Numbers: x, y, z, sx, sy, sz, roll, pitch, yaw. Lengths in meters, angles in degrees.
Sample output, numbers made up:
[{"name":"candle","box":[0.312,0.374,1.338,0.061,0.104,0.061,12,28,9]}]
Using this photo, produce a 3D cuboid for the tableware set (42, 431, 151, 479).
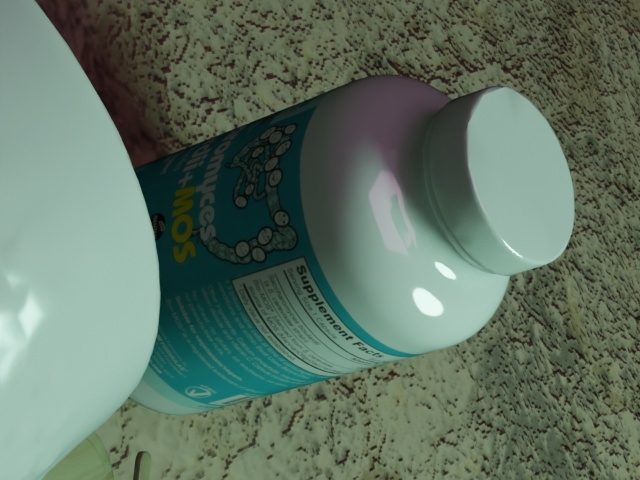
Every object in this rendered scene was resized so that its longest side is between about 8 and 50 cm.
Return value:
[{"name":"tableware set","box":[-0.148,0.181,0.872,0.128,0.039,0.194,36,55,-52]}]

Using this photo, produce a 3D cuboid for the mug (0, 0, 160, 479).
[{"name":"mug","box":[-0.296,0.013,0.596,0.374,0.276,0.328,45,52,3]}]

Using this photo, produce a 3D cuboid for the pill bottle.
[{"name":"pill bottle","box":[0.000,0.000,0.940,0.146,0.264,0.146,24,57,-44]}]
